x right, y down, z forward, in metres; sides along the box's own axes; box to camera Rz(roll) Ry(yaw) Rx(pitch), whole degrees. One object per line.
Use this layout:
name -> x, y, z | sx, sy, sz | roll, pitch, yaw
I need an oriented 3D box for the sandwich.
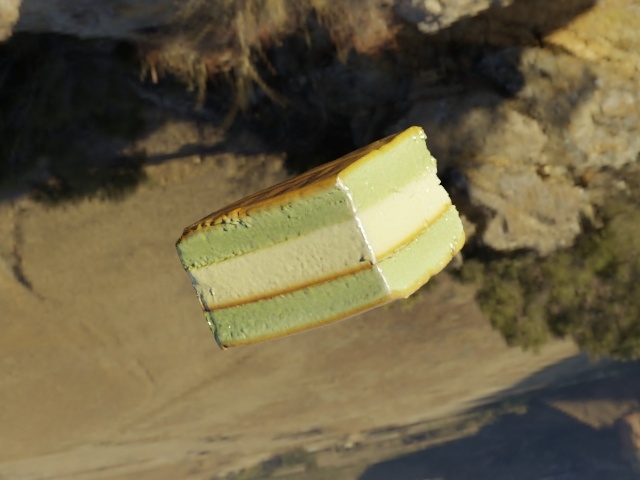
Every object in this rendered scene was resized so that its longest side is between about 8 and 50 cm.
sandwich -> 0.000, 0.000, 0.909 | 0.187, 0.117, 0.144 | -18, -172, 32
